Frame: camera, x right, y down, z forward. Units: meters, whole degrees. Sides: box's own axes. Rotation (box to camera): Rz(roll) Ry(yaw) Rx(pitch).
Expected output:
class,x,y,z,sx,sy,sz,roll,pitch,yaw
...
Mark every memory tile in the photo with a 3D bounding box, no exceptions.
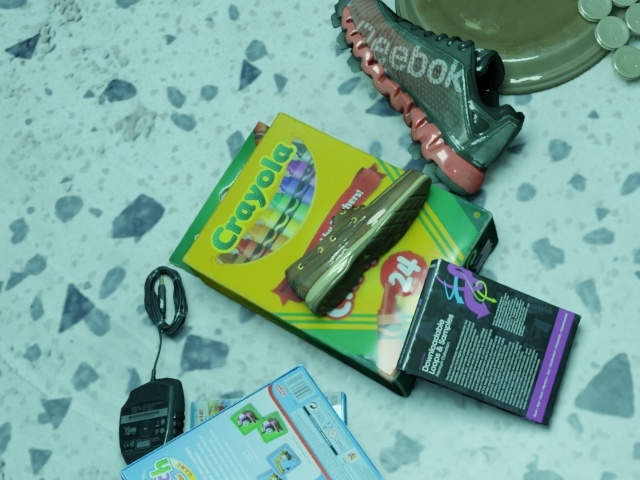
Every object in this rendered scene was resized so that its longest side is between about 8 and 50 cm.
class,x,y,z,sx,sy,sz,roll,pitch,yaw
memory tile,0.335,-0.252,1.261,0.113,0.012,0.148,-27,82,-11

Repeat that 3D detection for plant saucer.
class,x,y,z,sx,sy,sz,roll,pitch,yaw
plant saucer,0.218,-0.296,1.326,0.277,0.041,0.278,-5,67,13

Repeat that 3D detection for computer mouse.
class,x,y,z,sx,sy,sz,roll,pitch,yaw
computer mouse,-0.170,0.140,1.256,0.071,0.041,0.242,-12,61,27

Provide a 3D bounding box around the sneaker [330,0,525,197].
class,x,y,z,sx,sy,sz,roll,pitch,yaw
sneaker,0.120,-0.183,1.260,0.135,0.097,0.276,-41,66,18

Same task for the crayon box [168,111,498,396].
class,x,y,z,sx,sy,sz,roll,pitch,yaw
crayon box,0.000,0.000,1.241,0.318,0.081,0.202,27,78,22

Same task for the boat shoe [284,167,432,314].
class,x,y,z,sx,sy,sz,roll,pitch,yaw
boat shoe,0.036,-0.009,1.155,0.178,0.064,0.060,-46,68,-4

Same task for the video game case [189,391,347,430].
class,x,y,z,sx,sy,sz,roll,pitch,yaw
video game case,-0.055,0.220,1.203,0.166,0.015,0.119,-5,69,12

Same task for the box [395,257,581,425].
class,x,y,z,sx,sy,sz,roll,pitch,yaw
box,0.165,0.099,1.142,0.162,0.029,0.116,23,79,-13

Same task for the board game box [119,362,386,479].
class,x,y,z,sx,sy,sz,roll,pitch,yaw
board game box,-0.064,0.238,1.137,0.211,0.039,0.160,-28,62,-18
